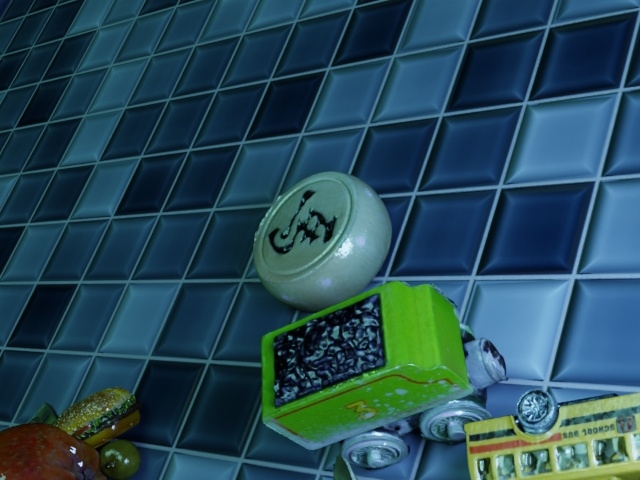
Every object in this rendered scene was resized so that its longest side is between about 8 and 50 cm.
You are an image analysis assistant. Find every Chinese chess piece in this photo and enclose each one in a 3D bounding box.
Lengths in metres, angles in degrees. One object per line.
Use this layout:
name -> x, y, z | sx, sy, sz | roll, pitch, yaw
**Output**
Chinese chess piece -> 0.000, 0.000, 1.719 | 0.250, 0.101, 0.250 | -25, 44, 27

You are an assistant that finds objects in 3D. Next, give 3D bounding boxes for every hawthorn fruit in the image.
hawthorn fruit -> -0.488, 0.446, 1.633 | 0.298, 0.277, 0.277 | -26, 42, 3

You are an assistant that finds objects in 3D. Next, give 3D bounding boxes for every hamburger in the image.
hamburger -> -0.404, 0.321, 1.806 | 0.166, 0.087, 0.137 | -29, -2, 17

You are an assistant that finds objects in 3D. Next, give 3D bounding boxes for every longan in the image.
longan -> -0.347, 0.378, 1.736 | 0.075, 0.083, 0.075 | 0, 90, 19

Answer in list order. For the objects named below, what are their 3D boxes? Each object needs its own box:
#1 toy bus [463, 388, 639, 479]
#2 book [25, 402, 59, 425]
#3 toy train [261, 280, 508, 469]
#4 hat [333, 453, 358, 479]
toy bus -> 0.343, 0.238, 1.195 | 0.336, 0.121, 0.123 | -17, 55, 31
book -> -0.532, 0.422, 1.913 | 0.160, 0.024, 0.228 | -49, 38, -6
toy train -> 0.084, 0.184, 1.374 | 0.307, 0.249, 0.173 | -25, 47, 25
hat -> 0.091, 0.388, 1.282 | 0.110, 0.252, 0.252 | -7, 43, -9
